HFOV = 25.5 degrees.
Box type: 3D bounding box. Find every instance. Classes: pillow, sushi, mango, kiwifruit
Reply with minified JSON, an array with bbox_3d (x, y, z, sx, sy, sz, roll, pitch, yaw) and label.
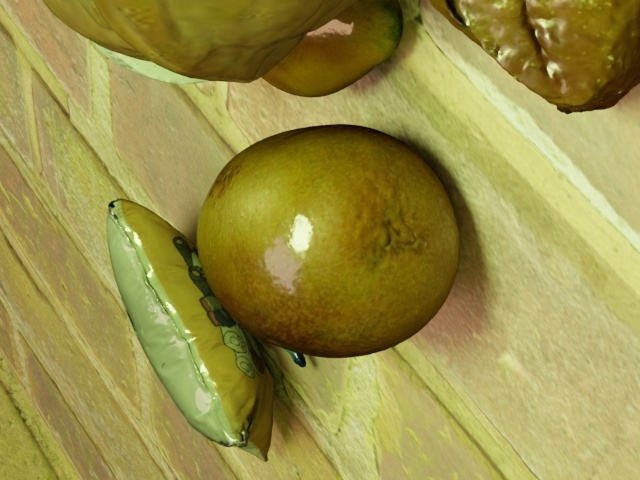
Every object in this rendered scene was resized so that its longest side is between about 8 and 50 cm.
[{"bbox_3d":[-0.144,0.109,1.625,0.310,0.119,0.312,58,175,11],"label":"pillow"},{"bbox_3d":[0.113,-0.189,0.787,0.149,0.140,0.287,-4,115,26],"label":"sushi"},{"bbox_3d":[-0.001,-0.172,1.105,0.111,0.089,0.163,50,148,-6],"label":"mango"},{"bbox_3d":[0.000,0.000,1.146,0.234,0.196,0.196,10,123,58],"label":"kiwifruit"}]

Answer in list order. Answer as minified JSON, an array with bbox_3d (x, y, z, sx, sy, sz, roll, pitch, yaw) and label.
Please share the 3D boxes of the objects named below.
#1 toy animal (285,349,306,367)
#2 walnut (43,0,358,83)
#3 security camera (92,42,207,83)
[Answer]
[{"bbox_3d":[-0.071,0.044,1.549,0.217,0.041,0.075,67,160,6],"label":"toy animal"},{"bbox_3d":[-0.089,-0.271,0.939,0.306,0.306,0.344,19,124,60],"label":"walnut"},{"bbox_3d":[-0.151,-0.246,1.226,0.236,0.195,0.194,33,142,57],"label":"security camera"}]
